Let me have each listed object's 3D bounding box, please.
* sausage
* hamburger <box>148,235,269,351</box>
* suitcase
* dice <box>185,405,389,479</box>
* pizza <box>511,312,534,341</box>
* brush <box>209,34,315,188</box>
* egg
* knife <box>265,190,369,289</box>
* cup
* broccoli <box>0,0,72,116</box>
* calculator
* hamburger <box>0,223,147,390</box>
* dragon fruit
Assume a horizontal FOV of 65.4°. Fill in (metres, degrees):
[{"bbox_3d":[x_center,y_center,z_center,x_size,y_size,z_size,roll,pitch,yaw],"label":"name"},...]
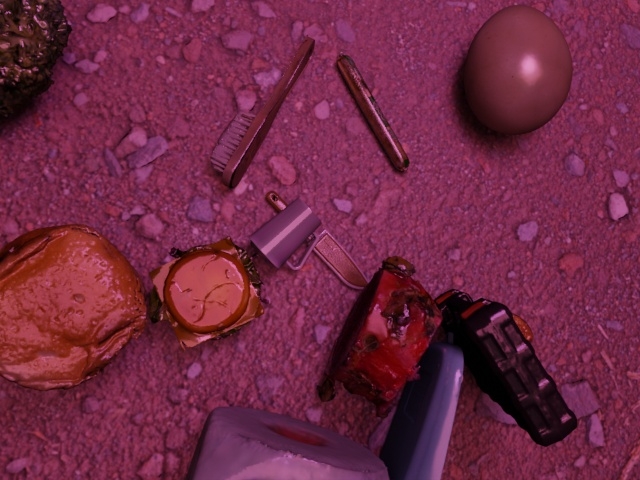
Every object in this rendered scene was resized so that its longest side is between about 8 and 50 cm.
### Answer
[{"bbox_3d":[0.100,-0.244,0.952,0.033,0.033,0.269,-28,88,-14],"label":"sausage"},{"bbox_3d":[-0.184,0.086,0.815,0.190,0.093,0.164,-12,82,-14],"label":"hamburger"},{"bbox_3d":[0.271,0.182,0.791,0.066,0.285,0.206,-32,88,1],"label":"suitcase"},{"bbox_3d":[-0.069,0.400,0.701,0.265,0.268,0.262,19,80,-9],"label":"dice"},{"bbox_3d":[0.377,0.166,0.953,0.083,0.016,0.037,44,75,-6],"label":"pizza"},{"bbox_3d":[-0.105,-0.244,0.900,0.065,0.070,0.327,27,76,5],"label":"brush"},{"bbox_3d":[0.366,-0.322,0.938,0.189,0.188,0.253,6,70,-10],"label":"egg"},{"bbox_3d":[0.000,0.000,0.901,0.256,0.022,0.046,46,72,-2],"label":"knife"},{"bbox_3d":[-0.051,-0.002,0.860,0.116,0.074,0.104,-42,113,-4],"label":"cup"},{"bbox_3d":[-0.534,-0.309,0.749,0.260,0.235,0.288,19,73,-33],"label":"broccoli"},{"bbox_3d":[0.140,0.324,0.760,0.054,0.256,0.386,20,81,4],"label":"calculator"},{"bbox_3d":[-0.382,0.091,0.744,0.245,0.163,0.244,2,82,-18],"label":"hamburger"},{"bbox_3d":[0.110,0.167,0.815,0.147,0.211,0.282,25,104,0],"label":"dragon fruit"}]
